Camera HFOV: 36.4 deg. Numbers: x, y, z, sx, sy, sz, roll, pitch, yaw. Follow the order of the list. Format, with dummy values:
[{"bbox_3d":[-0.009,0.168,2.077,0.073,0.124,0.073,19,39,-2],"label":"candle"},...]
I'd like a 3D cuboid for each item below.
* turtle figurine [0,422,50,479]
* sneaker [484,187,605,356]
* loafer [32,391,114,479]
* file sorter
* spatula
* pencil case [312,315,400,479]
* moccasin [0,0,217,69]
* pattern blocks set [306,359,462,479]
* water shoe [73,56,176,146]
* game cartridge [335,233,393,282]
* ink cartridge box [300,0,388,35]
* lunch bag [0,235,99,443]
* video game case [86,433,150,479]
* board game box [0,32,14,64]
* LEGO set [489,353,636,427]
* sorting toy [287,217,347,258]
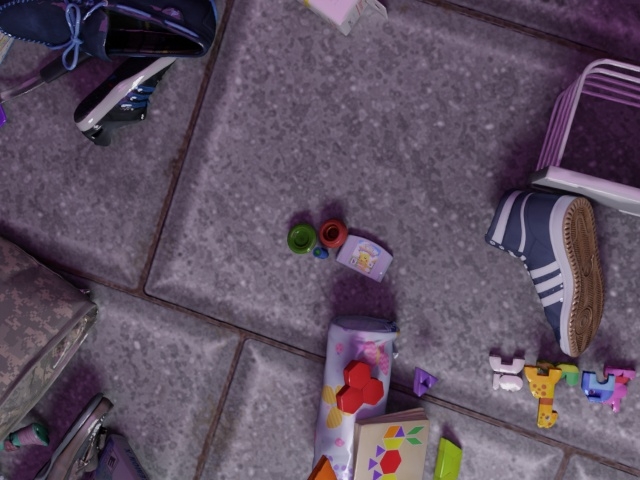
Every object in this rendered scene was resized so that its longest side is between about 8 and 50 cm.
[{"bbox_3d":[-0.586,0.344,1.646,0.234,0.118,0.175,-27,91,3],"label":"turtle figurine"},{"bbox_3d":[0.345,0.043,1.505,0.153,0.099,0.282,18,132,42],"label":"sneaker"},{"bbox_3d":[-0.412,0.372,1.639,0.084,0.096,0.267,35,107,-6],"label":"loafer"},{"bbox_3d":[0.424,-0.138,1.390,0.193,0.278,0.173,16,93,6],"label":"file sorter"},{"bbox_3d":[-0.484,-0.261,1.618,0.296,0.030,0.084,-29,88,9],"label":"spatula"},{"bbox_3d":[0.057,0.254,1.551,0.114,0.124,0.273,11,96,35],"label":"pencil case"},{"bbox_3d":[-0.333,-0.340,1.500,0.342,0.137,0.116,-3,56,-2],"label":"moccasin"},{"bbox_3d":[0.104,0.352,1.512,0.285,0.026,0.324,13,92,-34],"label":"pattern blocks set"},{"bbox_3d":[-0.307,-0.238,1.587,0.203,0.073,0.080,-39,131,-4],"label":"water shoe"},{"bbox_3d":[0.073,0.026,1.578,0.083,0.017,0.056,26,94,4],"label":"game cartridge"},{"bbox_3d":[0.006,-0.382,1.500,0.198,0.115,0.067,35,97,4],"label":"ink cartridge box"},{"bbox_3d":[-0.532,0.150,1.584,0.235,0.169,0.287,34,66,8],"label":"lunch bag"},{"bbox_3d":[-0.351,0.527,1.561,0.036,0.300,0.329,23,99,-36],"label":"video game case"},{"bbox_3d":[-0.527,-0.344,1.580,0.026,0.103,0.154,32,98,4],"label":"board game box"},{"bbox_3d":[0.375,0.242,1.521,0.227,0.087,0.093,5,95,8],"label":"LEGO set"},{"bbox_3d":[0.000,0.000,1.577,0.102,0.042,0.061,-10,78,20],"label":"sorting toy"}]
